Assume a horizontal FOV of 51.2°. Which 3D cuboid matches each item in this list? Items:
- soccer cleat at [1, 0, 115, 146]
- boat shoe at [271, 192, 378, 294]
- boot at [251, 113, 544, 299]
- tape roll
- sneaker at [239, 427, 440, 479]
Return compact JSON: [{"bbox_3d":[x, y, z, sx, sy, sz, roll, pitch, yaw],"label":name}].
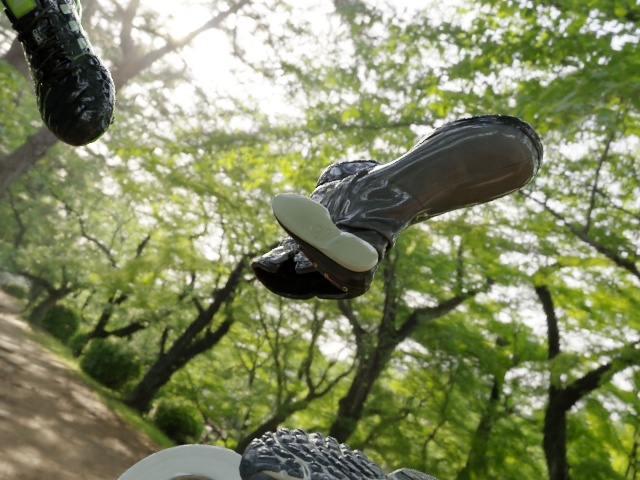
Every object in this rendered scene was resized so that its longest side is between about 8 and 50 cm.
[{"bbox_3d":[-0.198,-0.143,0.489,0.178,0.060,0.072,64,5,29],"label":"soccer cleat"},{"bbox_3d":[-0.001,0.001,0.612,0.133,0.049,0.042,40,-40,33],"label":"boat shoe"},{"bbox_3d":[0.090,-0.020,0.801,0.338,0.222,0.118,-17,-62,40],"label":"boot"},{"bbox_3d":[-0.218,0.478,1.103,0.286,0.286,0.100,16,-55,23],"label":"tape roll"},{"bbox_3d":[0.035,0.282,0.654,0.283,0.122,0.110,29,1,-25],"label":"sneaker"}]
